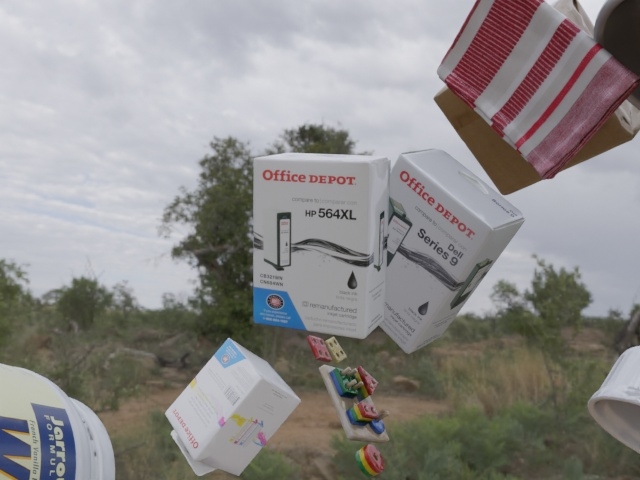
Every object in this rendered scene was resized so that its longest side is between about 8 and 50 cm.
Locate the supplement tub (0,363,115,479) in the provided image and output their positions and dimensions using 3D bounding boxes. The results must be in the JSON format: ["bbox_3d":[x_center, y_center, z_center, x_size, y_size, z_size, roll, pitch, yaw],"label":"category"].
[{"bbox_3d":[-0.355,0.212,0.508,0.235,0.235,0.325,1,-21,17],"label":"supplement tub"}]

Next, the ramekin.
[{"bbox_3d":[0.657,0.314,1.086,0.277,0.135,0.277,33,-19,13],"label":"ramekin"}]

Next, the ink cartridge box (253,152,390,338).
[{"bbox_3d":[0.000,0.000,0.709,0.148,0.203,0.086,5,11,23],"label":"ink cartridge box"}]

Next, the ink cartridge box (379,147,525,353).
[{"bbox_3d":[0.176,0.015,1.031,0.121,0.289,0.211,-14,50,-46],"label":"ink cartridge box"}]

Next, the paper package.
[{"bbox_3d":[0.472,-0.304,1.291,0.168,0.309,0.325,-42,8,-38],"label":"paper package"}]

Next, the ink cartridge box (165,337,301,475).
[{"bbox_3d":[-0.117,0.218,0.752,0.092,0.143,0.090,37,-5,45],"label":"ink cartridge box"}]

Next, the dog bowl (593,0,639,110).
[{"bbox_3d":[0.579,-0.296,0.899,0.349,0.102,0.349,42,-7,6],"label":"dog bowl"}]

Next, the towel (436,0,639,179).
[{"bbox_3d":[0.370,-0.298,1.072,0.037,0.329,0.237,-22,-27,-37],"label":"towel"}]

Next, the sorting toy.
[{"bbox_3d":[0.068,0.268,1.024,0.046,0.274,0.132,-37,-35,16],"label":"sorting toy"}]
